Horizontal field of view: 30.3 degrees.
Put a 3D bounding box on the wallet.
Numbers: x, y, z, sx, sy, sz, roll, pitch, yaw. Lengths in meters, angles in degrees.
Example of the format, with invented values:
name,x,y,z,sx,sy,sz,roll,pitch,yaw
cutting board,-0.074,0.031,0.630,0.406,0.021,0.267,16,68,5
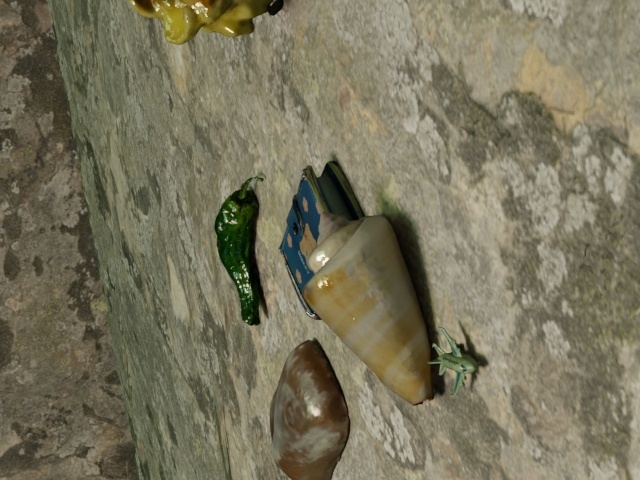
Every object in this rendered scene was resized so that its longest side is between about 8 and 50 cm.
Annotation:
name,x,y,z,sx,sy,sz,roll,pitch,yaw
wallet,-0.001,0.000,1.594,0.202,0.059,0.141,107,146,-54

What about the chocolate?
name,x,y,z,sx,sy,sz,roll,pitch,yaw
chocolate,-0.035,0.279,1.823,0.254,0.080,0.157,105,145,-52

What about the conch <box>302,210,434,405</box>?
name,x,y,z,sx,sy,sz,roll,pitch,yaw
conch,0.049,0.085,1.415,0.255,0.127,0.158,70,156,10

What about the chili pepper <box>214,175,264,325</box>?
name,x,y,z,sx,sy,sz,roll,pitch,yaw
chili pepper,-0.133,0.002,1.937,0.122,0.065,0.279,38,140,46

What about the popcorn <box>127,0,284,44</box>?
name,x,y,z,sx,sy,sz,roll,pitch,yaw
popcorn,-0.144,-0.392,1.518,0.286,0.215,0.252,91,-166,-46

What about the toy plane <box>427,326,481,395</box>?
name,x,y,z,sx,sy,sz,roll,pitch,yaw
toy plane,0.153,0.135,1.317,0.083,0.033,0.080,2,104,62
